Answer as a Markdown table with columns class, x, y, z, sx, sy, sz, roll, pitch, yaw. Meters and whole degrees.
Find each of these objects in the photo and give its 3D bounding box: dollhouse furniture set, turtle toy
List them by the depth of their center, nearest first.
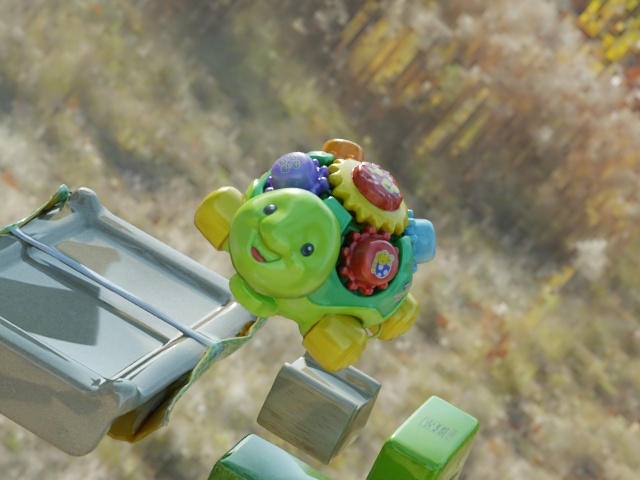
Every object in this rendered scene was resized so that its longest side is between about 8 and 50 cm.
| class | x | y | z | sx | sy | sz | roll | pitch | yaw |
| --- | --- | --- | --- | --- | --- | --- | --- | --- | --- |
| turtle toy | 0.000 | 0.000 | 0.723 | 0.095 | 0.066 | 0.130 | 47 | 29 | 11 |
| dollhouse furniture set | -0.092 | 0.119 | 0.994 | 0.301 | 0.151 | 0.197 | 29 | 25 | 14 |
